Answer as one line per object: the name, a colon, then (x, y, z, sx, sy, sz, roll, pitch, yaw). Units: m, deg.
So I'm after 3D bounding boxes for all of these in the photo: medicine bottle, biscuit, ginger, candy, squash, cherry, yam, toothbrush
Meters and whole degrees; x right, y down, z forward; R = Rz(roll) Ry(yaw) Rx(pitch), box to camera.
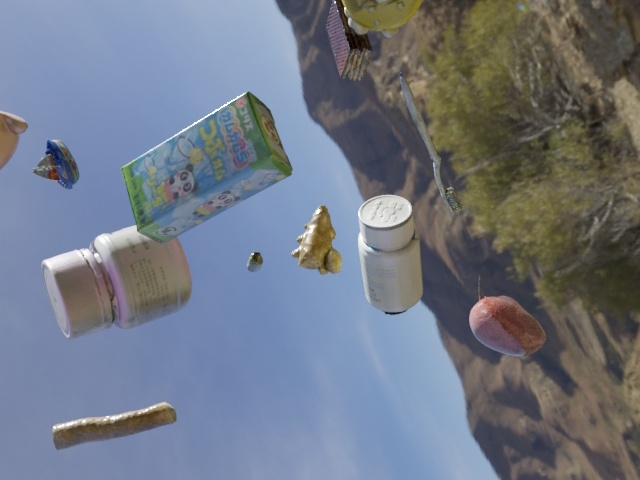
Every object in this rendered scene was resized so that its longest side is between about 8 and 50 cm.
medicine bottle: (-0.493, 0.099, 1.633, 0.241, 0.302, 0.241, 35, 134, 46)
biscuit: (0.078, -0.560, 1.864, 0.106, 0.070, 0.252, 109, 154, -52)
medicine bottle: (0.161, 0.033, 1.552, 0.143, 0.143, 0.258, -96, -4, -50)
ginger: (-0.011, 0.009, 1.752, 0.081, 0.115, 0.205, 38, -147, -45)
candy: (-0.138, -0.084, 0.798, 0.062, 0.194, 0.097, 33, -147, -61)
squash: (-0.207, 0.067, 2.120, 0.183, 0.052, 0.052, 119, 132, -75)
cherry: (0.290, 0.135, 1.073, 0.106, 0.087, 0.126, 19, -155, -37)
yam: (-0.507, 0.457, 1.655, 0.066, 0.299, 0.066, 170, 90, -84)
toothbrush: (0.280, -0.245, 1.728, 0.413, 0.042, 0.035, 61, -151, -26)

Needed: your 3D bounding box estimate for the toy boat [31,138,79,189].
toy boat: (-0.691, -0.186, 1.731, 0.110, 0.091, 0.175, -18, -125, -41)

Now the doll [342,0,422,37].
doll: (0.157, -0.647, 1.708, 0.111, 0.237, 0.252, -27, -65, -49)

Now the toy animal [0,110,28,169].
toy animal: (-0.585, -0.110, 1.033, 0.213, 0.256, 0.195, 30, -168, 19)
